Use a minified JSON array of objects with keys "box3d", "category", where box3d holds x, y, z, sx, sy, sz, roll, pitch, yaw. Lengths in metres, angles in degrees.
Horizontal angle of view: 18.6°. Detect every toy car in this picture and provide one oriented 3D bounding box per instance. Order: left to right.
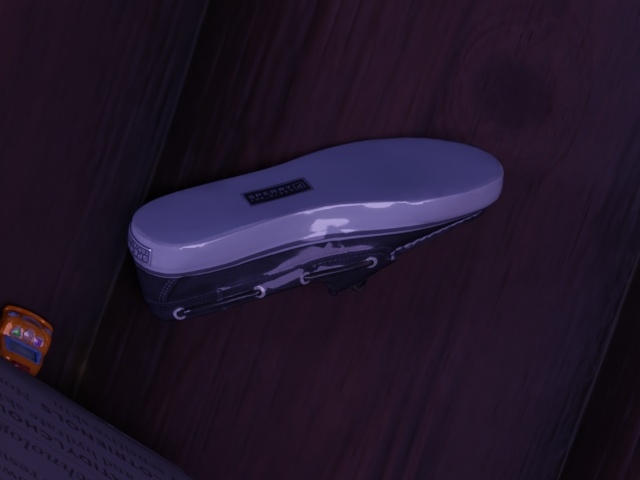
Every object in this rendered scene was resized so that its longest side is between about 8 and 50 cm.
[{"box3d":[-0.155,0.096,1.140,0.060,0.040,0.122,-43,113,-4],"category":"toy car"}]

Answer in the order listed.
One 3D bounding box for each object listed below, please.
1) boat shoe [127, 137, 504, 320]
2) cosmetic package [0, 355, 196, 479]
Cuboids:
[{"box3d":[0.000,0.000,1.154,0.229,0.080,0.076,-15,126,-18],"category":"boat shoe"},{"box3d":[-0.242,0.247,0.939,0.327,0.393,0.329,37,99,-24],"category":"cosmetic package"}]
